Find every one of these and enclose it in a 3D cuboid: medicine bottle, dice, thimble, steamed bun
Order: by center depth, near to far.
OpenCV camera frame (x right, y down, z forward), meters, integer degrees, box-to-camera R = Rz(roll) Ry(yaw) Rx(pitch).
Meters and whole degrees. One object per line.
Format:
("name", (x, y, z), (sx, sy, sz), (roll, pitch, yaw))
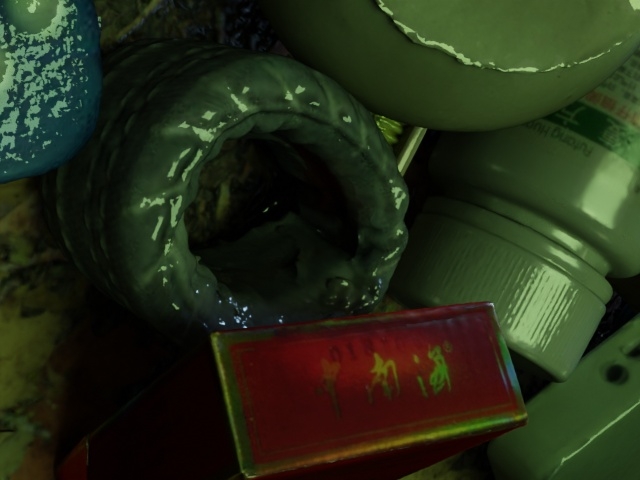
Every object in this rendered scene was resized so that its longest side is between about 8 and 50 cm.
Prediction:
("dice", (-0.214, -0.112, 0.621), (0.146, 0.143, 0.146), (-14, 114, -32))
("thimble", (-0.066, -0.035, 0.754), (0.236, 0.172, 0.205), (0, 107, -37))
("steamed bun", (0.098, -0.234, 0.773), (0.324, 0.206, 0.324), (0, 91, -15))
("medicine bottle", (0.207, -0.066, 0.942), (0.208, 0.208, 0.339), (34, 82, -41))

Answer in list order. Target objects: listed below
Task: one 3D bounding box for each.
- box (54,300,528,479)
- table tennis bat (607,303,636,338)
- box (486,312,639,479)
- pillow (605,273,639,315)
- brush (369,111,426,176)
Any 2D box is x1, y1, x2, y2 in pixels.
("box", (-0.038, 0.138, 0.736), (0.197, 0.313, 0.089), (-5, 69, -32))
("table tennis bat", (0.395, 0.084, 1.268), (0.124, 0.033, 0.201), (30, 86, -41))
("box", (0.340, 0.165, 1.099), (0.367, 0.090, 0.373), (-37, 147, -7))
("pillow", (0.390, -0.056, 1.156), (0.312, 0.119, 0.310), (40, 83, -36))
("brush", (-0.002, -0.001, 0.897), (0.067, 0.072, 0.313), (27, 90, -19))
